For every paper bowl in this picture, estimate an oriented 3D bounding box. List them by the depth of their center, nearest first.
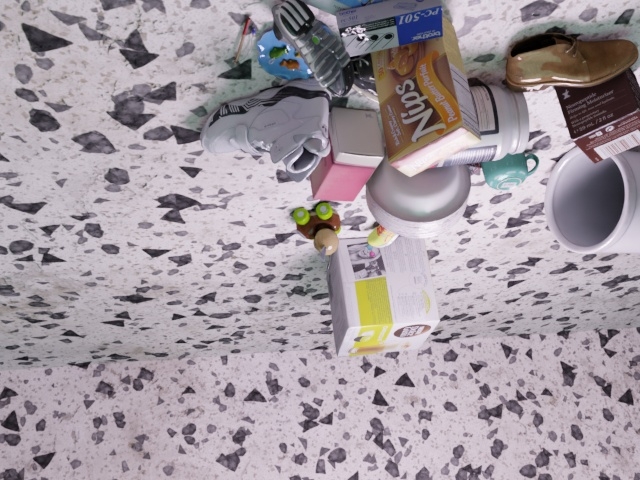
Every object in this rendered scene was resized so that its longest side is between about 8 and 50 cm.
[{"bbox_3d":[0.264,-0.159,1.872,0.284,0.284,0.148,-7,151,-2],"label":"paper bowl"}]

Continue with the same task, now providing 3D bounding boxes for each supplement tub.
[{"bbox_3d":[0.364,-0.288,1.739,0.272,0.191,0.191,-6,154,-1],"label":"supplement tub"}]

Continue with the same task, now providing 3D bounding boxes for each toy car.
[{"bbox_3d":[0.000,0.000,2.237,0.148,0.189,0.155,-13,154,10],"label":"toy car"}]

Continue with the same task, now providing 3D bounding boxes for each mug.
[{"bbox_3d":[0.562,-0.213,2.055,0.157,0.098,0.129,-23,150,30],"label":"mug"}]

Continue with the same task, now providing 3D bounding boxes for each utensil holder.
[{"bbox_3d":[0.944,-0.112,2.111,0.385,0.328,0.327,4,152,-25],"label":"utensil holder"}]

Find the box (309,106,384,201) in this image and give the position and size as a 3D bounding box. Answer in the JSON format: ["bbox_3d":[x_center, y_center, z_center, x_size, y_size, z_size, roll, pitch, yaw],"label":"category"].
[{"bbox_3d":[0.062,-0.224,1.838,0.126,0.149,0.232,3,152,-18],"label":"box"}]

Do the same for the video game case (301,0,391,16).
[{"bbox_3d":[0.129,-0.527,1.336,0.244,0.061,0.269,10,149,-34],"label":"video game case"}]

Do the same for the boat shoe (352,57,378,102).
[{"bbox_3d":[0.081,-0.386,1.587,0.233,0.084,0.079,15,109,-47],"label":"boat shoe"}]

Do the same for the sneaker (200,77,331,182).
[{"bbox_3d":[-0.135,-0.241,1.680,0.365,0.210,0.137,-18,152,21],"label":"sneaker"}]

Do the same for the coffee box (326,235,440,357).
[{"bbox_3d":[0.220,0.209,2.553,0.334,0.338,0.338,-4,155,-8],"label":"coffee box"}]

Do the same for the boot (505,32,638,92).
[{"bbox_3d":[0.590,-0.431,1.618,0.305,0.112,0.115,-9,144,9],"label":"boot"}]

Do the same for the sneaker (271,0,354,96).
[{"bbox_3d":[-0.022,-0.401,1.431,0.086,0.132,0.229,-42,120,-7],"label":"sneaker"}]

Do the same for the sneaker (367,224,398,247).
[{"bbox_3d":[0.232,-0.050,2.340,0.208,0.082,0.094,-31,139,29],"label":"sneaker"}]

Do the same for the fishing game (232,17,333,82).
[{"bbox_3d":[-0.055,-0.415,1.542,0.263,0.041,0.189,3,150,-21],"label":"fishing game"}]

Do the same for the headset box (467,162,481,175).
[{"bbox_3d":[0.438,-0.220,2.082,0.083,0.032,0.062,10,149,-29],"label":"headset box"}]

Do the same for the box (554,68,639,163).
[{"bbox_3d":[0.705,-0.334,1.722,0.168,0.203,0.167,-26,149,33],"label":"box"}]

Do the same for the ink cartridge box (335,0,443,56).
[{"bbox_3d":[0.141,-0.437,1.399,0.207,0.046,0.097,-11,157,7],"label":"ink cartridge box"}]

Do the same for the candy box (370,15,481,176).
[{"bbox_3d":[0.220,-0.319,1.493,0.182,0.317,0.087,-26,148,34],"label":"candy box"}]
